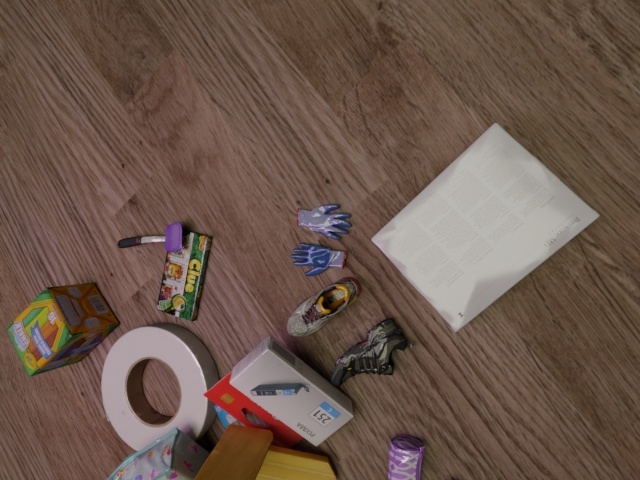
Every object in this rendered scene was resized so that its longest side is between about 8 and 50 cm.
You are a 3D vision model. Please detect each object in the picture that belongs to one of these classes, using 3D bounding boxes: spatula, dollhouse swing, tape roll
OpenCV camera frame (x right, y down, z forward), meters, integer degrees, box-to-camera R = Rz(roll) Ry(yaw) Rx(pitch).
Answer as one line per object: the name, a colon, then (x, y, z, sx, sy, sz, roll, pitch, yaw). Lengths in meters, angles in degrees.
spatula: (-0.525, -0.002, 1.251, 0.297, 0.030, 0.084, -5, 80, 26)
dollhouse swing: (-0.151, 0.675, 0.948, 0.305, 0.315, 0.346, 20, 97, 5)
tape roll: (-0.485, 0.445, 1.229, 0.392, 0.072, 0.391, 0, 90, 20)

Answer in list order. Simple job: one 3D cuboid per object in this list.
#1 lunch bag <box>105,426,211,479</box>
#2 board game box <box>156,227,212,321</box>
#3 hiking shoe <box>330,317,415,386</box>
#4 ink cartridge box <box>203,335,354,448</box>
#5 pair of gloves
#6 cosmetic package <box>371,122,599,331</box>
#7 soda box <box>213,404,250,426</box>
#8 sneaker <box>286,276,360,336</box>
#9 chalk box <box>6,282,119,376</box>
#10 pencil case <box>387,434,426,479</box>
lunch bag: (-0.426, 0.669, 1.106, 0.262, 0.160, 0.223, -34, 116, 7)
board game box: (-0.410, 0.100, 1.228, 0.136, 0.030, 0.259, 12, 94, 17)
hiking shoe: (0.122, 0.301, 1.009, 0.227, 0.086, 0.114, -46, 73, 12)
ink cartridge box: (-0.110, 0.417, 1.032, 0.296, 0.066, 0.261, 43, 105, -15)
pair of gloves: (0.000, 0.000, 1.089, 0.159, 0.023, 0.198, 6, 91, 21)
cosmetic package: (0.351, -0.025, 0.926, 0.377, 0.097, 0.284, -44, 75, 14)
soda box: (-0.186, 0.426, 1.124, 0.210, 0.071, 0.067, -36, 78, 15)
sneaker: (-0.004, 0.171, 1.051, 0.225, 0.093, 0.088, -41, 77, 15)
chalk box: (-0.831, 0.293, 1.293, 0.289, 0.179, 0.180, -41, 77, 14)
pencil case: (0.204, 0.579, 0.977, 0.088, 0.086, 0.206, 2, 92, 53)
